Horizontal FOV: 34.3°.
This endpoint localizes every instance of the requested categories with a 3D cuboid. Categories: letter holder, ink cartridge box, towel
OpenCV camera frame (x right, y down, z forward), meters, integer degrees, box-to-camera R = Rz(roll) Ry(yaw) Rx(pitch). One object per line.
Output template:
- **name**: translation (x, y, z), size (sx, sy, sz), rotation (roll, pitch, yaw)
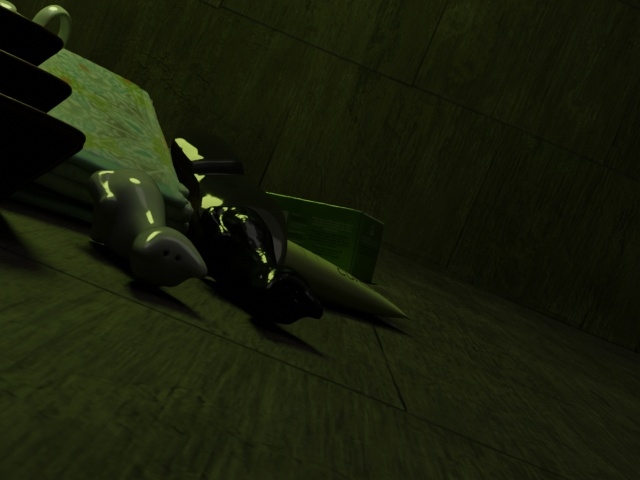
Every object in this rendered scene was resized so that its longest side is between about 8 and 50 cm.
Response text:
- **letter holder**: translation (-0.372, -0.169, 0.921), size (0.301, 0.152, 0.214), rotation (20, -26, -37)
- **ink cartridge box**: translation (0.000, 0.000, 1.560), size (0.188, 0.097, 0.255), rotation (12, -1, 18)
- **towel**: translation (-0.346, -0.151, 1.263), size (0.374, 0.090, 0.320), rotation (24, 23, -34)

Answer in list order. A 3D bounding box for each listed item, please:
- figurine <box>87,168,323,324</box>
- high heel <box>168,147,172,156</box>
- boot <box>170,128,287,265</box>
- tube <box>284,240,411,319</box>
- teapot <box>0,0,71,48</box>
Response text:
- **figurine**: translation (-0.120, 0.012, 1.043), size (0.215, 0.092, 0.209), rotation (19, 9, -30)
- **high heel**: translation (-0.253, -0.082, 1.785), size (0.261, 0.093, 0.186), rotation (34, 27, 29)
- **boot**: translation (-0.127, -0.019, 1.324), size (0.112, 0.115, 0.305), rotation (4, 32, -28)
- **tube**: translation (0.013, 0.058, 1.370), size (0.240, 0.062, 0.070), rotation (27, 36, -40)
- **teapot**: translation (-0.503, -0.280, 1.570), size (0.252, 0.187, 0.256), rotation (19, 29, -28)
